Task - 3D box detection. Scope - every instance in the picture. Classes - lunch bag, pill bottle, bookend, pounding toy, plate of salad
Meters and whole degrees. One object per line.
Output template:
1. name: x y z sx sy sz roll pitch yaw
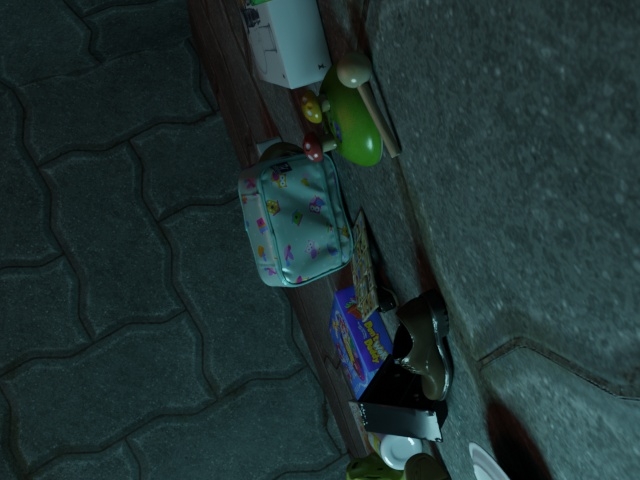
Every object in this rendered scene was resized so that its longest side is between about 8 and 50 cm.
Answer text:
1. lunch bag: -0.046 -0.054 1.349 0.108 0.224 0.279 1 106 54
2. pill bottle: 0.175 0.486 1.550 0.184 0.103 0.103 173 77 -80
3. bookend: 0.177 0.295 1.199 0.157 0.156 0.072 -1 116 33
4. pounding toy: 0.023 -0.196 1.021 0.237 0.110 0.183 -159 50 -78
5. plate of salad: 0.282 0.375 0.909 0.200 0.048 0.200 58 172 13

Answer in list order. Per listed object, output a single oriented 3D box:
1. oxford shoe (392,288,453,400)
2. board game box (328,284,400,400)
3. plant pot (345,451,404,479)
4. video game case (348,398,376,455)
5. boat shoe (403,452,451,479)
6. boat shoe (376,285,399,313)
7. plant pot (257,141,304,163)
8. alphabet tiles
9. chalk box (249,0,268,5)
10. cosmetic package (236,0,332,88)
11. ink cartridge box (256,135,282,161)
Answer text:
1. oxford shoe: 0.163 0.188 1.055 0.083 0.096 0.227 -129 20 -58
2. board game box: 0.104 0.272 1.593 0.347 0.078 0.233 96 153 -68
3. plant pot: 0.169 0.716 1.673 0.276 0.276 0.254 -168 70 -79
4. video game case: 0.171 0.582 1.846 0.206 0.026 0.227 -18 91 65
5. boat shoe: 0.250 0.593 1.348 0.089 0.105 0.285 125 124 -75
6. boat shoe: 0.124 0.123 1.307 0.133 0.042 0.049 174 74 -82
7. plant pot: -0.059 -0.114 1.456 0.032 0.236 0.236 -7 106 40
8. alphabet tiles: 0.088 0.065 1.352 0.237 0.009 0.198 105 157 -73
9. chalk box: -0.046 -0.433 0.873 0.213 0.132 0.132 -150 42 -77
10. cosmetic package: -0.099 -0.487 1.178 0.284 0.097 0.377 -139 31 -65
11. ink cartridge box: -0.136 -0.212 1.963 0.190 0.082 0.139 100 149 -68
